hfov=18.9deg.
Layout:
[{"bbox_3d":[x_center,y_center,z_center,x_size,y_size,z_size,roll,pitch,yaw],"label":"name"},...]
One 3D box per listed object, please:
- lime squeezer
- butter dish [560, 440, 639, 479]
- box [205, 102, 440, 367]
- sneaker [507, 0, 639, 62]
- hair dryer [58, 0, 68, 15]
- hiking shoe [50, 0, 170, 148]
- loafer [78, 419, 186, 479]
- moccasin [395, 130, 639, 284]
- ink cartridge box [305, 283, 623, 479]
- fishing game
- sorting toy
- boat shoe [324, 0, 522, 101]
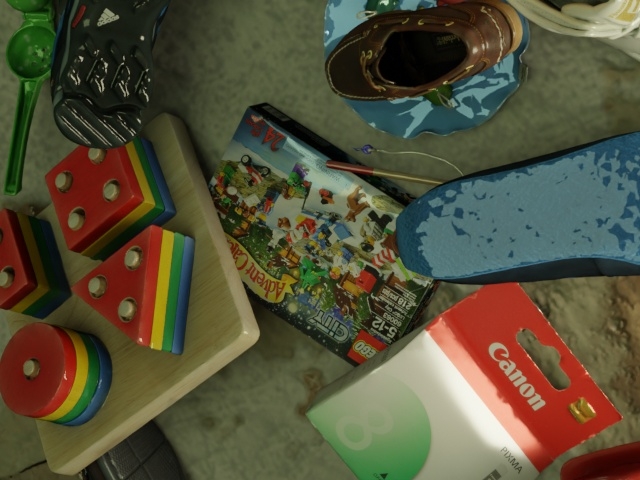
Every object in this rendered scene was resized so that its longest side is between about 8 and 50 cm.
[{"bbox_3d":[-0.289,-0.208,1.817,0.058,0.110,0.310,11,112,28],"label":"lime squeezer"},{"bbox_3d":[0.245,0.259,1.649,0.160,0.118,0.160,-22,76,48],"label":"butter dish"},{"bbox_3d":[0.000,0.000,1.776,0.233,0.044,0.159,33,109,14],"label":"box"},{"bbox_3d":[0.277,-0.177,1.565,0.292,0.169,0.108,23,105,17],"label":"sneaker"},{"bbox_3d":[-0.211,-0.331,1.788,0.223,0.080,0.294,-28,87,25],"label":"hair dryer"},{"bbox_3d":[-0.179,-0.238,1.717,0.113,0.132,0.304,20,99,-25],"label":"hiking shoe"},{"bbox_3d":[-0.171,0.275,1.864,0.095,0.109,0.302,-37,87,28],"label":"loafer"},{"bbox_3d":[0.236,-0.033,1.632,0.342,0.117,0.138,-2,88,11],"label":"moccasin"},{"bbox_3d":[0.128,0.159,1.722,0.224,0.056,0.181,-33,103,25],"label":"ink cartridge box"},{"bbox_3d":[0.092,-0.176,1.692,0.189,0.041,0.264,11,98,7],"label":"fishing game"},{"bbox_3d":[-0.211,0.043,1.785,0.257,0.089,0.255,-37,57,25],"label":"sorting toy"},{"bbox_3d":[0.070,-0.155,1.600,0.207,0.073,0.073,-15,104,48],"label":"boat shoe"}]
